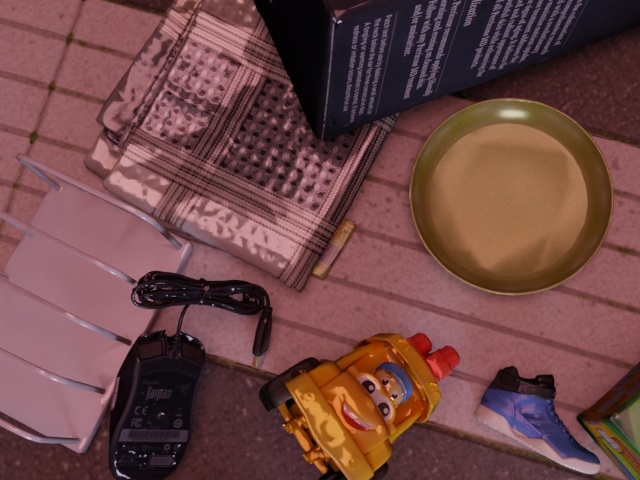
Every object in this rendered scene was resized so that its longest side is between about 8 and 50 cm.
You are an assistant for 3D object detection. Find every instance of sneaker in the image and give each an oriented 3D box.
[{"bbox_3d":[0.261,0.199,1.151,0.152,0.058,0.084,27,90,13],"label":"sneaker"}]

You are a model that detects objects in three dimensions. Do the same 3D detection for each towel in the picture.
[{"bbox_3d":[-0.090,-0.146,1.212,0.324,0.056,0.312,29,87,8],"label":"towel"},{"bbox_3d":[0.000,0.000,1.223,0.060,0.009,0.083,29,83,6],"label":"towel"}]

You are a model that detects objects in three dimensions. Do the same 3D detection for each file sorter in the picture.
[{"bbox_3d":[-0.308,0.071,1.135,0.193,0.173,0.277,25,82,10],"label":"file sorter"}]

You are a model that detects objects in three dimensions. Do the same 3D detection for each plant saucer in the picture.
[{"bbox_3d":[0.226,-0.051,1.210,0.241,0.037,0.240,0,79,2],"label":"plant saucer"}]

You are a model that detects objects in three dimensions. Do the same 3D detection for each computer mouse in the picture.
[{"bbox_3d":[-0.153,0.153,1.167,0.184,0.060,0.261,1,107,-32],"label":"computer mouse"}]

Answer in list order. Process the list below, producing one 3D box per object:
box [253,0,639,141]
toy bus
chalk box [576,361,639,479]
[{"bbox_3d":[0.132,-0.437,1.118,0.472,0.297,0.479,-21,74,-10],"label":"box"},{"bbox_3d":[0.059,0.167,1.091,0.211,0.220,0.149,-31,83,-10],"label":"toy bus"},{"bbox_3d":[0.449,0.244,1.075,0.180,0.179,0.289,-41,81,-5],"label":"chalk box"}]
